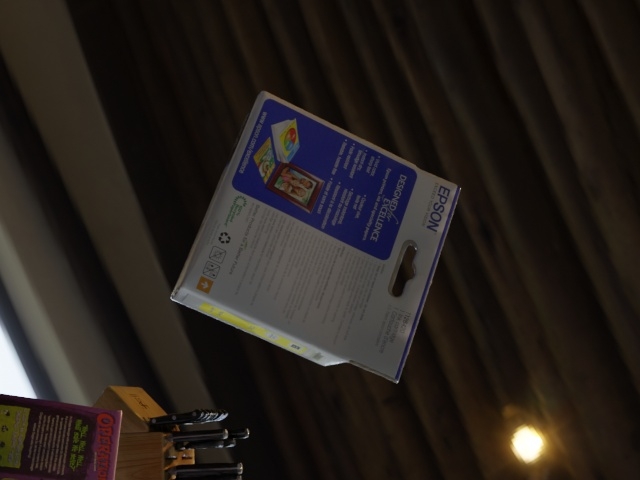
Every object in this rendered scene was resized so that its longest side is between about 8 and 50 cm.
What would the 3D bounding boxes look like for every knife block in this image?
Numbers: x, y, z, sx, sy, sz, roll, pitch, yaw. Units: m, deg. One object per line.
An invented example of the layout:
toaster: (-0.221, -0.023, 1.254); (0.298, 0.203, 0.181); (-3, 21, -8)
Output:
knife block: (-0.225, 0.319, 1.847); (0.242, 0.088, 0.276); (44, -79, 23)

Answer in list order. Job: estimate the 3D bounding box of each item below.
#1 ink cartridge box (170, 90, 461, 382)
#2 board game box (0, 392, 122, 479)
ink cartridge box: (0.000, 0.000, 1.834); (0.307, 0.304, 0.072); (26, -25, -12)
board game box: (-0.350, 0.331, 1.623); (0.347, 0.208, 0.056); (-90, -170, -46)
